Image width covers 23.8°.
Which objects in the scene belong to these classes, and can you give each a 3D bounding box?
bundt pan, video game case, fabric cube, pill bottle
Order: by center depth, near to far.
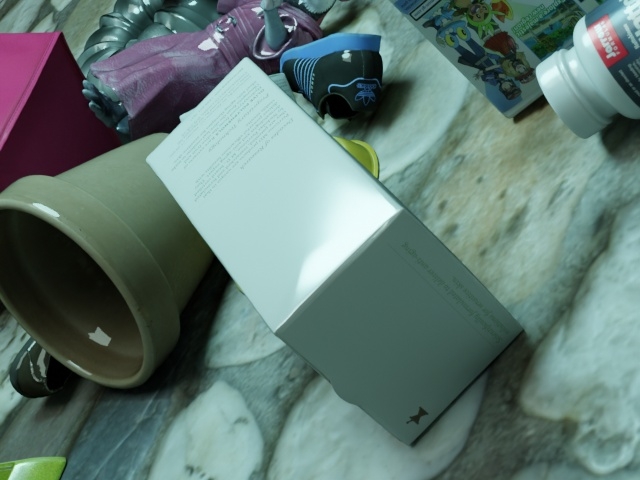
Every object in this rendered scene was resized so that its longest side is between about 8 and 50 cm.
[{"bbox_3d":[0.286,-0.170,1.338,0.180,0.108,0.108,-35,31,24],"label":"pill bottle"},{"bbox_3d":[0.195,-0.309,1.399,0.329,0.300,0.036,-38,17,31],"label":"video game case"},{"bbox_3d":[-0.455,-0.108,2.039,0.258,0.259,0.254,3,51,23],"label":"fabric cube"},{"bbox_3d":[-0.229,-0.288,2.179,0.331,0.124,0.331,-35,30,24],"label":"bundt pan"}]

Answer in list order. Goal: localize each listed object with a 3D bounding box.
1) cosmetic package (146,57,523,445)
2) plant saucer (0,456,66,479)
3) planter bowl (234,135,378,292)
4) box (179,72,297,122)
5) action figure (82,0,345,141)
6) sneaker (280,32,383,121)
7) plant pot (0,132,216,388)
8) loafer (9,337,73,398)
[{"bbox_3d":[0.000,0.000,1.394,0.155,0.197,0.365,-46,37,2],"label":"cosmetic package"},{"bbox_3d":[-0.392,0.325,1.728,0.188,0.045,0.188,-15,42,45],"label":"plant saucer"},{"bbox_3d":[-0.046,-0.051,1.668,0.217,0.090,0.217,-33,32,24],"label":"planter bowl"},{"bbox_3d":[-0.089,-0.134,1.789,0.101,0.087,0.102,-25,-2,39],"label":"box"},{"bbox_3d":[-0.106,-0.226,1.914,0.370,0.275,0.248,-26,35,0],"label":"action figure"},{"bbox_3d":[0.008,-0.180,1.765,0.232,0.081,0.090,172,99,-72],"label":"sneaker"},{"bbox_3d":[-0.218,0.001,1.722,0.263,0.263,0.229,-9,28,50],"label":"plant pot"},{"bbox_3d":[-0.286,0.101,1.839,0.078,0.080,0.220,14,71,48],"label":"loafer"}]
